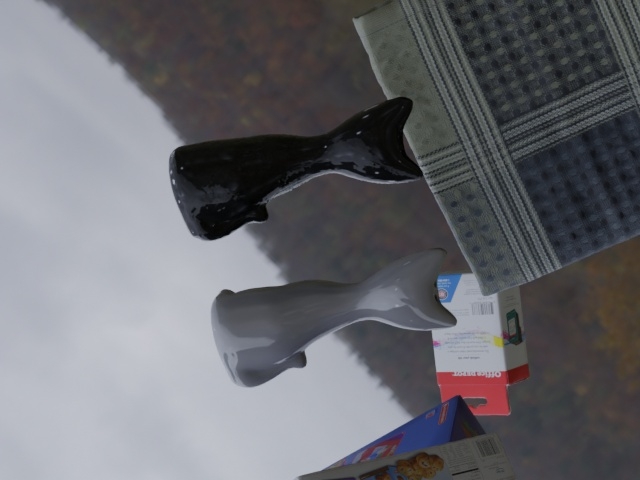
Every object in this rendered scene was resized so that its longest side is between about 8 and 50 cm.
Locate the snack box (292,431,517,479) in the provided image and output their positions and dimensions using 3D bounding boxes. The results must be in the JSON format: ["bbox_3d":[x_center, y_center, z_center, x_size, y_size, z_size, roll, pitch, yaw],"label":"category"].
[{"bbox_3d":[0.062,0.173,0.924,0.178,0.022,0.064,-5,-115,-38],"label":"snack box"}]

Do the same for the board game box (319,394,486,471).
[{"bbox_3d":[0.021,0.267,1.106,0.078,0.233,0.347,57,-164,-7],"label":"board game box"}]

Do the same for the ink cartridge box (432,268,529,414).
[{"bbox_3d":[0.258,0.163,2.264,0.078,0.134,0.231,-10,-85,-53],"label":"ink cartridge box"}]

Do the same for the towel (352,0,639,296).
[{"bbox_3d":[0.232,-0.142,1.334,0.056,0.312,0.324,-87,-27,-73],"label":"towel"}]

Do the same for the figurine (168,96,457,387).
[{"bbox_3d":[0.000,0.000,1.186,0.092,0.209,0.215,-54,-51,-79],"label":"figurine"}]
